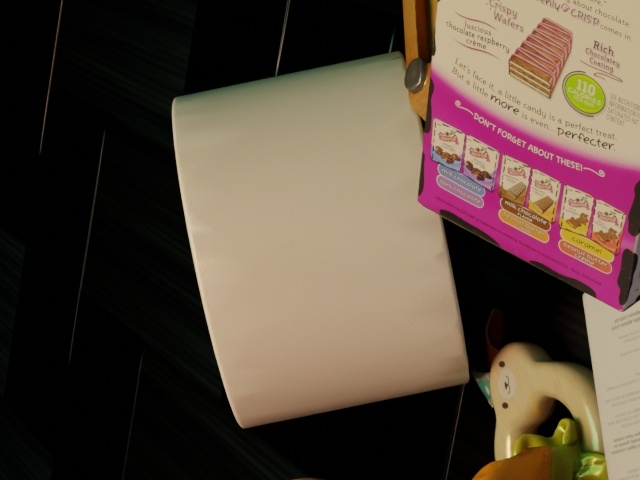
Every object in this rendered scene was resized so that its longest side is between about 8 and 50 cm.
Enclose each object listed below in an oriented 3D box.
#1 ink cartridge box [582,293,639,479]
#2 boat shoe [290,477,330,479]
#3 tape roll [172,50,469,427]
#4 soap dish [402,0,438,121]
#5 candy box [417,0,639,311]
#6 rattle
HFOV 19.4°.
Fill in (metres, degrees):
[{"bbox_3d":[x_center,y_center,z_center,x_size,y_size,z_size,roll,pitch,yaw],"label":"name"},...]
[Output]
[{"bbox_3d":[0.245,0.112,1.102,0.223,0.045,0.224,-28,63,59],"label":"ink cartridge box"},{"bbox_3d":[-0.054,0.330,1.575,0.302,0.109,0.098,-58,37,33],"label":"boat shoe"},{"bbox_3d":[0.000,0.000,1.339,0.246,0.169,0.246,-12,-90,-89],"label":"tape roll"},{"bbox_3d":[0.156,-0.208,1.204,0.291,0.118,0.229,-43,40,50],"label":"soap dish"},{"bbox_3d":[0.144,-0.097,1.069,0.159,0.071,0.233,30,134,31],"label":"candy box"},{"bbox_3d":[0.110,0.124,1.265,0.130,0.142,0.200,95,152,-45],"label":"rattle"}]
